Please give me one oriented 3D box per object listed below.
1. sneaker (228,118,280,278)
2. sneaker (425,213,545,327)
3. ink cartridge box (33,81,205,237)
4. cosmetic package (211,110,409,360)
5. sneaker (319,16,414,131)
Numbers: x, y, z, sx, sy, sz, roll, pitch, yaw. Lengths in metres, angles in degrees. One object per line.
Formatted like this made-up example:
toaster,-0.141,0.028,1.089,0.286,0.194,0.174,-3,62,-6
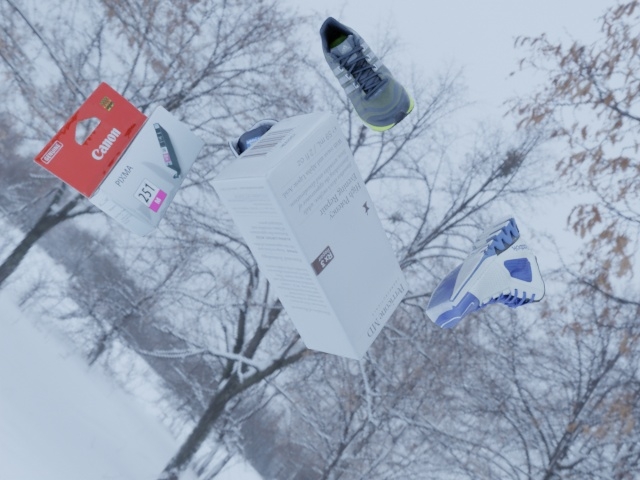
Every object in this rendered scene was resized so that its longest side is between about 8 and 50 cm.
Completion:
sneaker,-0.084,-0.080,0.889,0.099,0.282,0.153,-15,-45,18
sneaker,0.389,0.097,1.197,0.182,0.315,0.127,47,-30,-1
ink cartridge box,-0.384,-0.179,1.103,0.060,0.275,0.239,-27,-57,39
cosmetic package,0.000,0.000,0.566,0.086,0.117,0.231,2,-49,43
sneaker,0.074,-0.326,1.074,0.121,0.111,0.299,37,17,-52
